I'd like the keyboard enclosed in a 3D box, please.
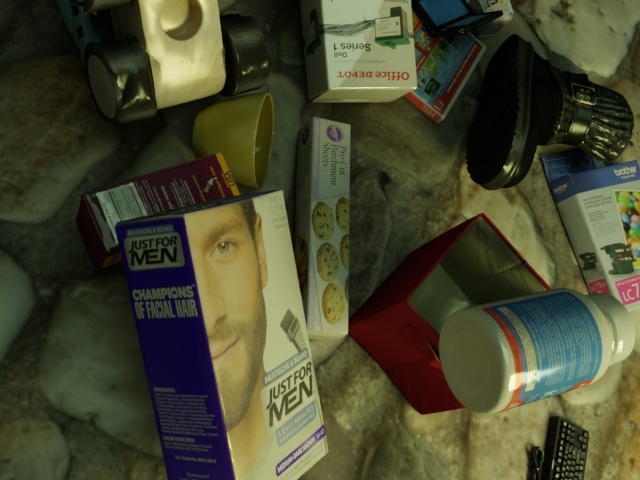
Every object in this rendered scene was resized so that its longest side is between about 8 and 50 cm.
[{"bbox_3d":[0.367,0.366,1.080,0.108,0.023,0.180,26,63,-15],"label":"keyboard"}]

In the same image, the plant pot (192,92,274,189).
[{"bbox_3d":[-0.124,-0.143,0.978,0.095,0.134,0.134,7,68,5],"label":"plant pot"}]

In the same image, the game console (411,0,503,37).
[{"bbox_3d":[0.241,-0.408,1.229,0.122,0.107,0.071,-31,115,-29],"label":"game console"}]

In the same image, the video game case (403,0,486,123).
[{"bbox_3d":[0.143,-0.362,1.222,0.285,0.025,0.204,38,61,-9],"label":"video game case"}]

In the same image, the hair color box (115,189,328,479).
[{"bbox_3d":[-0.102,0.123,0.803,0.185,0.110,0.339,-22,103,-57],"label":"hair color box"}]

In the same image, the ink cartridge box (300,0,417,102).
[{"bbox_3d":[0.058,-0.334,1.098,0.160,0.092,0.219,-6,92,-21],"label":"ink cartridge box"}]

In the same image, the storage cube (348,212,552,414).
[{"bbox_3d":[0.185,0.109,0.986,0.184,0.193,0.215,48,60,-3],"label":"storage cube"}]

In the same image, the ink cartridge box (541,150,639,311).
[{"bbox_3d":[0.533,-0.029,1.268,0.185,0.065,0.311,-12,76,-27],"label":"ink cartridge box"}]

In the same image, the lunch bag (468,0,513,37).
[{"bbox_3d":[0.314,-0.427,1.288,0.053,0.083,0.071,-13,79,-28],"label":"lunch bag"}]

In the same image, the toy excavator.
[{"bbox_3d":[-0.293,-0.413,0.943,0.222,0.445,0.433,-24,127,-30],"label":"toy excavator"}]

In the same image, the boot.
[{"bbox_3d":[0.407,-0.185,1.210,0.260,0.131,0.348,28,58,-14],"label":"boot"}]

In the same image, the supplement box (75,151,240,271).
[{"bbox_3d":[-0.209,-0.038,0.906,0.188,0.104,0.081,-22,84,-28],"label":"supplement box"}]

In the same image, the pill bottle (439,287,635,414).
[{"bbox_3d":[0.264,0.124,0.835,0.221,0.124,0.124,-8,76,-25],"label":"pill bottle"}]

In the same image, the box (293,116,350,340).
[{"bbox_3d":[0.001,-0.019,1.010,0.067,0.063,0.324,10,69,-22],"label":"box"}]
